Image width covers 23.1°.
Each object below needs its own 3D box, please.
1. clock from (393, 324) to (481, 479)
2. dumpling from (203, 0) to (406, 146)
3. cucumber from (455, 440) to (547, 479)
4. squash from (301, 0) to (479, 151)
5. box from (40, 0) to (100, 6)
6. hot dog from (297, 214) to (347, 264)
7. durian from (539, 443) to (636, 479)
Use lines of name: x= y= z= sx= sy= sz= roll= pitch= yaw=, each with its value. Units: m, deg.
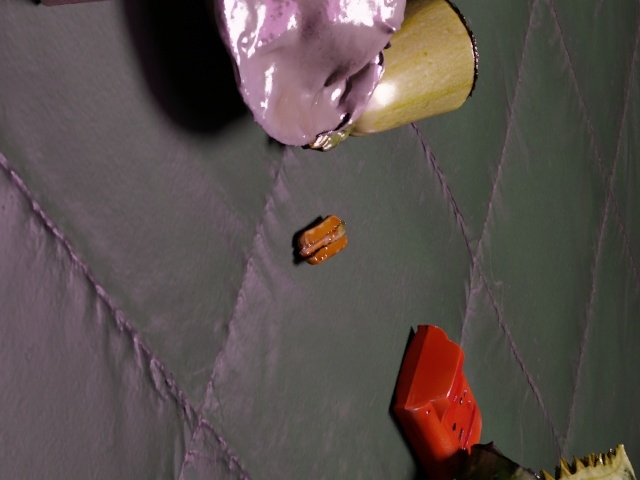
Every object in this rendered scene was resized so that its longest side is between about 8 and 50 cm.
clock: x=0.137 y=0.183 z=1.735 sx=0.155 sy=0.061 sz=0.113 roll=65 pitch=35 yaw=-47
dumpling: x=-0.035 y=-0.212 z=1.280 sx=0.204 sy=0.163 sz=0.293 roll=-35 pitch=129 yaw=-21
cucumber: x=0.163 y=0.350 z=1.696 sx=0.244 sy=0.134 sz=0.134 roll=-57 pitch=146 yaw=-13
squash: x=0.063 y=-0.162 z=1.496 sx=0.287 sy=0.137 sz=0.137 roll=-31 pitch=118 yaw=-60
box: x=-0.154 y=-0.279 z=0.996 sx=0.079 sy=0.135 sz=0.269 roll=-65 pitch=146 yaw=-44
hot dog: x=0.000 y=0.000 z=1.478 sx=0.083 sy=0.021 sz=0.037 roll=-27 pitch=94 yaw=-60
durian: x=0.318 y=0.447 z=1.968 sx=0.163 sy=0.198 sz=0.394 roll=13 pitch=80 yaw=-66
